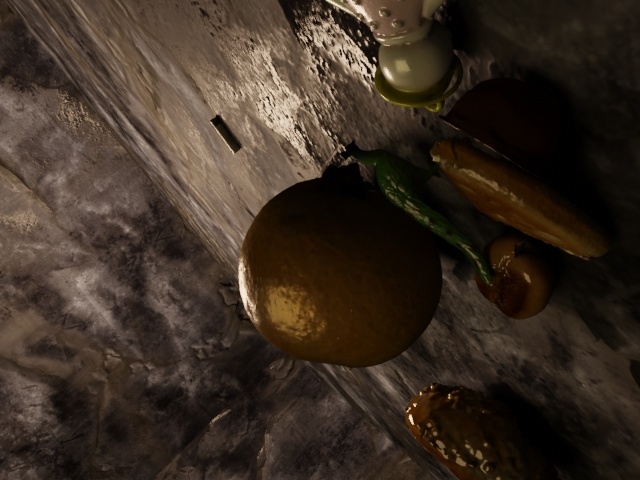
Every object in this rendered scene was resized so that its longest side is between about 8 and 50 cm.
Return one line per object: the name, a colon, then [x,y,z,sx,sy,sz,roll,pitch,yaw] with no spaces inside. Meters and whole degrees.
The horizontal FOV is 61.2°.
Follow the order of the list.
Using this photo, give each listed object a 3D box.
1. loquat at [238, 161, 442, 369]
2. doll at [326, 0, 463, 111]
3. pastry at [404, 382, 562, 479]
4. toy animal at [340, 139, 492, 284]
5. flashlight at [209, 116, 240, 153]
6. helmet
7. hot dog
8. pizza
loquat: [0.026,0.030,0.742,0.275,0.275,0.275,43,164,15]
doll: [0.060,-0.182,0.418,0.129,0.081,0.207,15,150,41]
pastry: [0.307,0.381,1.008,0.311,0.162,0.255,44,166,4]
toy animal: [0.123,-0.049,0.595,0.217,0.075,0.041,42,165,3]
flashlight: [-0.201,-0.221,1.137,0.083,0.018,0.018,54,165,-23]
helmet: [0.155,-0.094,0.426,0.111,0.057,0.089,38,-161,21]
hot dog: [0.218,0.043,0.607,0.090,0.060,0.140,42,158,31]
pizza: [0.179,-0.038,0.494,0.178,0.041,0.131,30,-178,7]
